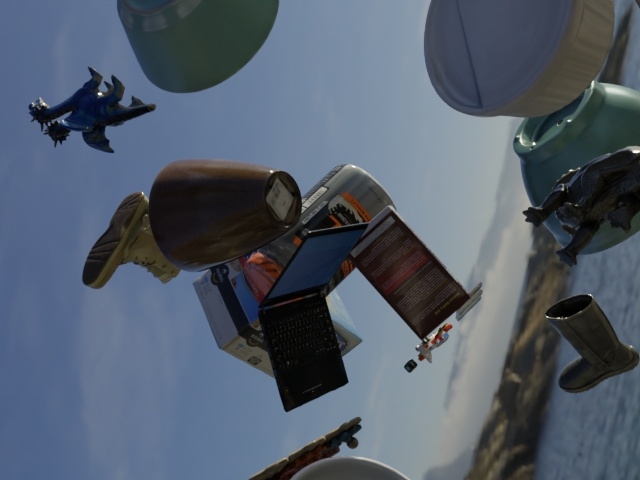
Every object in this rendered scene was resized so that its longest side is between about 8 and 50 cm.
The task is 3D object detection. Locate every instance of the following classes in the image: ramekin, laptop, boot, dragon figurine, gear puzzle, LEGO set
[{"bbox_3d":[0.276,-0.291,1.426,0.127,0.273,0.273,9,-85,-37],"label":"ramekin"},{"bbox_3d":[0.013,0.121,1.729,0.234,0.136,0.264,-10,-96,-62],"label":"laptop"},{"bbox_3d":[0.499,0.203,2.037,0.208,0.189,0.076,36,-147,-35],"label":"boot"},{"bbox_3d":[-0.375,-0.202,1.747,0.144,0.289,0.085,-57,-40,-9],"label":"dragon figurine"},{"bbox_3d":[-0.074,0.411,1.798,0.339,0.044,0.175,-24,-15,-30],"label":"gear puzzle"},{"bbox_3d":[-0.345,0.036,1.978,0.165,0.077,0.213,50,-128,-36],"label":"boot"},{"bbox_3d":[0.285,0.206,2.331,0.244,0.060,0.182,-43,-14,-6],"label":"LEGO set"}]

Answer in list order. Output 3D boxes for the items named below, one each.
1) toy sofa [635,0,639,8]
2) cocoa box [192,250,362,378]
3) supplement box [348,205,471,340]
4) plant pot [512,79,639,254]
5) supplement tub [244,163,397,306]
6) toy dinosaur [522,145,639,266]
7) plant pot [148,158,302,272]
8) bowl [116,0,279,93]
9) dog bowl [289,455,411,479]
[{"bbox_3d":[0.422,-0.296,1.063,0.177,0.150,0.362,57,-146,-10],"label":"toy sofa"},{"bbox_3d":[-0.102,0.178,2.602,0.347,0.228,0.231,38,-162,-48],"label":"cocoa box"},{"bbox_3d":[0.167,0.061,2.036,0.130,0.239,0.073,-41,-4,8],"label":"supplement box"},{"bbox_3d":[0.449,-0.150,1.754,0.293,0.196,0.293,-44,17,18],"label":"plant pot"},{"bbox_3d":[0.000,0.000,2.238,0.316,0.193,0.193,-44,-24,-19],"label":"supplement tub"},{"bbox_3d":[0.359,-0.064,1.308,0.160,0.121,0.313,-49,1,-29],"label":"toy dinosaur"},{"bbox_3d":[-0.156,-0.059,1.899,0.215,0.230,0.215,12,-105,-51],"label":"plant pot"},{"bbox_3d":[-0.249,-0.442,1.912,0.163,0.311,0.312,41,-119,-53],"label":"bowl"},{"bbox_3d":[0.045,0.441,1.456,0.265,0.265,0.104,-65,1,-46],"label":"dog bowl"}]
